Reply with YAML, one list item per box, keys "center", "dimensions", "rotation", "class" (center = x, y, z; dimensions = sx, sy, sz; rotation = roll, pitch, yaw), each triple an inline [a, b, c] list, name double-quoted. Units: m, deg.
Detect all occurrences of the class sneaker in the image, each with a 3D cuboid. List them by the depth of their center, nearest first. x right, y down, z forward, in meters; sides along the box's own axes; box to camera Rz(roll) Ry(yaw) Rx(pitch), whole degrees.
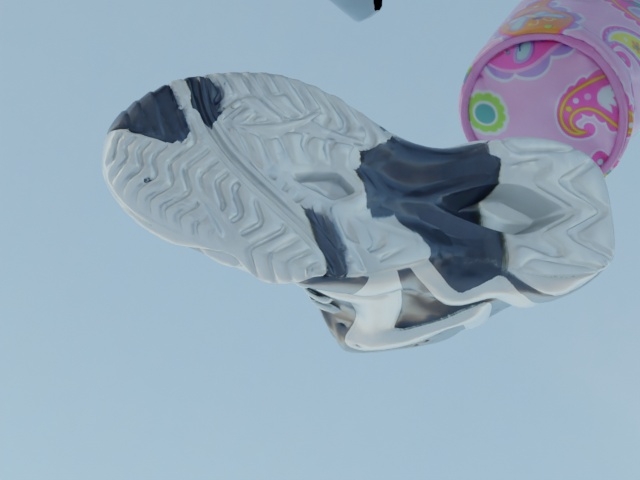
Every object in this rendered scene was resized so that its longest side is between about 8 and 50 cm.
- center: [0.000, 0.000, 0.904]
  dimensions: [0.235, 0.094, 0.153]
  rotation: [2, -23, -23]
  class: "sneaker"

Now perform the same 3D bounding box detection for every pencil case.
- center: [0.188, -0.131, 1.363]
  dimensions: [0.124, 0.284, 0.124]
  rotation: [8, -65, 18]
  class: "pencil case"

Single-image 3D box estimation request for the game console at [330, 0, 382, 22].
- center: [-0.089, -0.259, 0.918]
  dimensions: [0.044, 0.213, 0.361]
  rotation: [-37, -98, 7]
  class: "game console"
